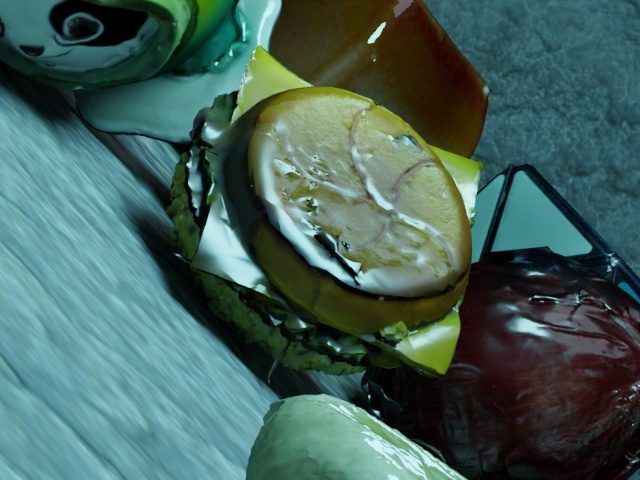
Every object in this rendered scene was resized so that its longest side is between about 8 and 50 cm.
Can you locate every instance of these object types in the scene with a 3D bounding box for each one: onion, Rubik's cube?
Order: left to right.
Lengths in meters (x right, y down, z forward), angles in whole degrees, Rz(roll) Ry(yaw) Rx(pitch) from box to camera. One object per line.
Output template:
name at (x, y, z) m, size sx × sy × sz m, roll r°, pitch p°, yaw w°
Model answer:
onion at (0.147, 0.118, 1.541) m, size 0.281 × 0.281 × 0.221 m, roll -16°, pitch 96°, yaw -84°
Rubik's cube at (0.232, 0.109, 2.029) m, size 0.248 × 0.246 × 0.250 m, roll 43°, pitch 7°, yaw -34°

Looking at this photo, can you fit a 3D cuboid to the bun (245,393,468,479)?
bun at (0.029, 0.155, 0.805) m, size 0.193 × 0.128 × 0.178 m, roll 37°, pitch 3°, yaw 15°

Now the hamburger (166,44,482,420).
hamburger at (0.000, 0.000, 1.376) m, size 0.243 × 0.138 × 0.261 m, roll 28°, pitch 45°, yaw -15°

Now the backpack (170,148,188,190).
backpack at (-0.021, -0.014, 1.588) m, size 0.229 × 0.139 × 0.229 m, roll 28°, pitch 8°, yaw -4°

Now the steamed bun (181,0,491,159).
steamed bun at (-0.028, -0.156, 1.917) m, size 0.235 × 0.248 × 0.379 m, roll 46°, pitch -5°, yaw -39°

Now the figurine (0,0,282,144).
figurine at (-0.161, -0.219, 1.388) m, size 0.324 × 0.231 × 0.340 m, roll 10°, pitch -16°, yaw 14°
